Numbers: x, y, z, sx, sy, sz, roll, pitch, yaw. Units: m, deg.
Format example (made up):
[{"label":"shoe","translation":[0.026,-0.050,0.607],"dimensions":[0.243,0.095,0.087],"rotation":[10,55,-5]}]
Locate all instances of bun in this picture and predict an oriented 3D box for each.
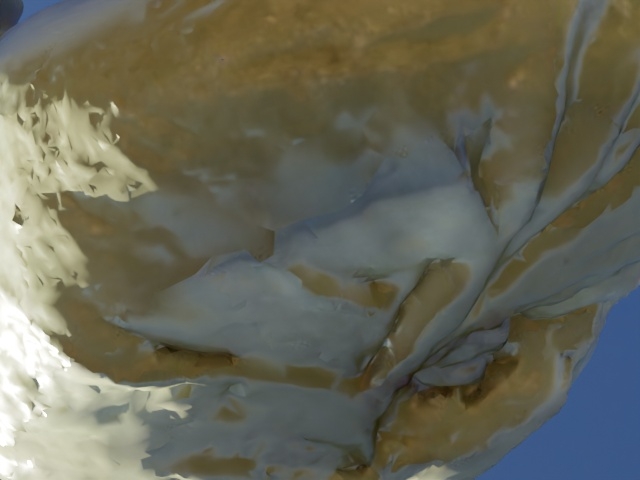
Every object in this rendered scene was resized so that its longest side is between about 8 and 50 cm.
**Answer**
[{"label":"bun","translation":[0.000,0.000,0.439],"dimensions":[0.188,0.164,0.111],"rotation":[-20,-121,-1]}]

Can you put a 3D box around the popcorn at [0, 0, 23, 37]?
[{"label":"popcorn","translation":[-0.248,-0.079,0.969],"dimensions":[0.212,0.259,0.259],"rotation":[3,-119,20]}]
